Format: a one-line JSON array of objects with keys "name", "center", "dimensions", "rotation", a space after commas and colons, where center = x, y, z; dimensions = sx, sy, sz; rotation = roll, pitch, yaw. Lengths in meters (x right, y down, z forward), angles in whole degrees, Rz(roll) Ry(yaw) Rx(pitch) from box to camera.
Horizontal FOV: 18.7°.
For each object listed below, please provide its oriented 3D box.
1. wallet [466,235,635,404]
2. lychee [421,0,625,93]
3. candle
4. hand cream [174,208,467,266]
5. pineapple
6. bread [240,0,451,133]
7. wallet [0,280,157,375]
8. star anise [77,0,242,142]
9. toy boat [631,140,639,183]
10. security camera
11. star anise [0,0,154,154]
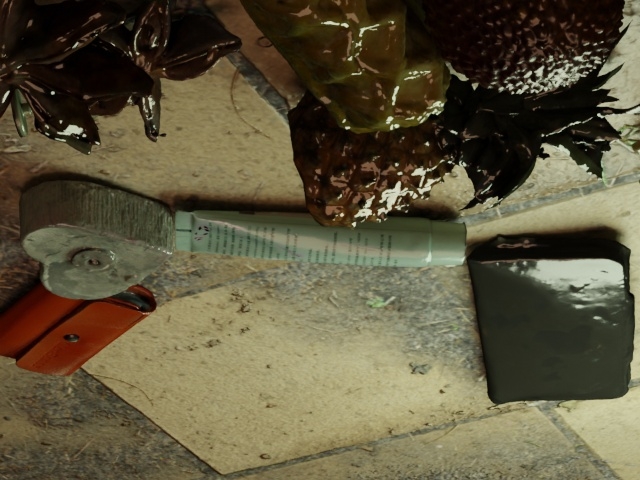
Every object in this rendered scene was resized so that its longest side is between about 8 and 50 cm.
[{"name": "wallet", "center": [0.291, 0.103, 2.408], "dimensions": [0.197, 0.051, 0.377], "rotation": [-4, 149, 8]}, {"name": "lychee", "center": [0.185, -0.219, 1.750], "dimensions": [0.194, 0.194, 0.194], "rotation": [-2, 149, -1]}, {"name": "candle", "center": [-0.248, -0.002, 2.183], "dimensions": [0.168, 0.068, 0.192], "rotation": [-7, 152, 6]}, {"name": "hand cream", "center": [0.000, 0.000, 2.209], "dimensions": [0.331, 0.058, 0.085], "rotation": [1, 151, -5]}, {"name": "pineapple", "center": [0.152, -0.108, 1.944], "dimensions": [0.364, 0.166, 0.165], "rotation": [-10, 148, 10]}, {"name": "bread", "center": [0.013, -0.208, 1.784], "dimensions": [0.152, 0.130, 0.268], "rotation": [19, 161, 43]}, {"name": "wallet", "center": [-0.312, 0.101, 2.371], "dimensions": [0.142, 0.045, 0.204], "rotation": [19, 144, -31]}, {"name": "star anise", "center": [-0.188, -0.185, 1.889], "dimensions": [0.171, 0.063, 0.208], "rotation": [19, 142, -23]}, {"name": "toy boat", "center": [0.450, -0.028, 2.159], "dimensions": [0.115, 0.089, 0.310], "rotation": [-28, 140, 32]}, {"name": "security camera", "center": [-0.266, -0.138, 1.977], "dimensions": [0.092, 0.058, 0.058], "rotation": [-10, 149, -2]}, {"name": "star anise", "center": [-0.291, -0.183, 1.813], "dimensions": [0.288, 0.088, 0.288], "rotation": [10, 134, 10]}]
